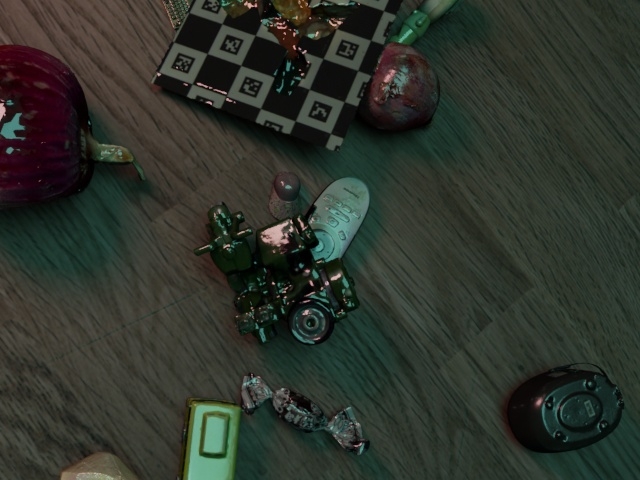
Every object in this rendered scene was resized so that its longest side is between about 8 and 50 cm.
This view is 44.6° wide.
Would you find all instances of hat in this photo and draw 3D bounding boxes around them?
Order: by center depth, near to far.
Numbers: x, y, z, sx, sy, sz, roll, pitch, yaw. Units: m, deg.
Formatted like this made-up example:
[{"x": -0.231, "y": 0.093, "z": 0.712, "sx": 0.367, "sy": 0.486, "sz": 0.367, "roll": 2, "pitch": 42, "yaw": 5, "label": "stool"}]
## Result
[{"x": -0.055, "y": -0.077, "z": 1.336, "sx": 0.058, "sy": 0.042, "sz": 0.087, "roll": 5, "pitch": 78, "yaw": -14, "label": "hat"}]

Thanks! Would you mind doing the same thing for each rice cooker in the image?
[{"x": 0.427, "y": 0.291, "z": 1.351, "sx": 0.203, "sy": 0.118, "sz": 0.142, "roll": -18, "pitch": 84, "yaw": -14, "label": "rice cooker"}]

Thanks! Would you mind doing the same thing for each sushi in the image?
[{"x": -0.062, "y": -0.351, "z": 1.362, "sx": 0.343, "sy": 0.064, "sz": 0.359, "roll": 20, "pitch": 74, "yaw": 7, "label": "sushi"}]

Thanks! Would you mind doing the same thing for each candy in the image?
[{"x": -0.025, "y": 0.279, "z": 1.251, "sx": 0.226, "sy": 0.094, "sz": 0.051, "roll": 25, "pitch": 113, "yaw": -4, "label": "candy"}]

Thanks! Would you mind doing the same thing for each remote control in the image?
[{"x": 0.000, "y": 0.000, "z": 1.334, "sx": 0.097, "sy": 0.045, "sz": 0.256, "roll": 34, "pitch": 75, "yaw": 4, "label": "remote control"}]

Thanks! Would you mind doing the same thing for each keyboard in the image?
[{"x": -0.258, "y": -0.433, "z": 1.369, "sx": 0.049, "sy": 0.015, "sz": 0.129, "roll": -21, "pitch": 84, "yaw": -18, "label": "keyboard"}]

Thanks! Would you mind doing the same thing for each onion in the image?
[{"x": -0.445, "y": -0.167, "z": 1.154, "sx": 0.272, "sy": 0.230, "sz": 0.256, "roll": -27, "pitch": 86, "yaw": -11, "label": "onion"}, {"x": 0.146, "y": -0.258, "z": 1.384, "sx": 0.195, "sy": 0.159, "sz": 0.159, "roll": 30, "pitch": 70, "yaw": -38, "label": "onion"}]

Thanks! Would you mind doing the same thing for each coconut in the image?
[{"x": -0.321, "y": 0.369, "z": 1.134, "sx": 0.116, "sy": 0.116, "sz": 0.122, "roll": 8, "pitch": 77, "yaw": -14, "label": "coconut"}]

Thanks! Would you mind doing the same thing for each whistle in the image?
[{"x": 0.196, "y": -0.411, "z": 1.454, "sx": 0.057, "sy": 0.104, "sz": 0.198, "roll": 42, "pitch": 85, "yaw": -10, "label": "whistle"}]

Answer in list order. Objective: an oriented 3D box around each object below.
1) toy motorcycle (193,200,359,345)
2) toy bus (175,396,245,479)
[{"x": -0.068, "y": 0.042, "z": 1.239, "sx": 0.205, "sy": 0.127, "sz": 0.275, "roll": -23, "pitch": 84, "yaw": 3, "label": "toy motorcycle"}, {"x": -0.170, "y": 0.328, "z": 1.189, "sx": 0.088, "sy": 0.101, "sz": 0.175, "roll": 8, "pitch": 75, "yaw": -14, "label": "toy bus"}]
